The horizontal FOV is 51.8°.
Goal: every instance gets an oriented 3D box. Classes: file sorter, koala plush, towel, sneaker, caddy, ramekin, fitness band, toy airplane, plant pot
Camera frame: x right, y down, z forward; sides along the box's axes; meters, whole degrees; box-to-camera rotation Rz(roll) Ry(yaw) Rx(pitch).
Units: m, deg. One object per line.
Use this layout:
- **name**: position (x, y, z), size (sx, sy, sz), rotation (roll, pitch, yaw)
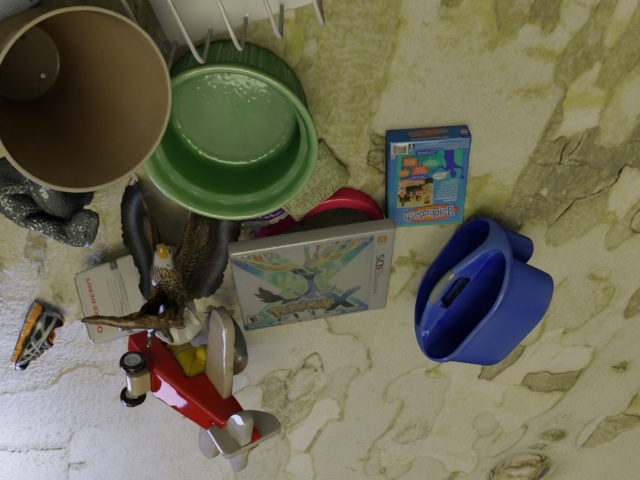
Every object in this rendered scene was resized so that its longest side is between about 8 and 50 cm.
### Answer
- **file sorter**: position (-0.148, -0.389, 0.992), size (0.278, 0.173, 0.193), rotation (-15, 129, 10)
- **koala plush**: position (-0.460, -0.139, 1.164), size (0.203, 0.196, 0.221), rotation (21, 117, -34)
- **towel**: position (-0.025, -0.117, 1.293), size (0.148, 0.027, 0.110), rotation (-39, 112, 6)
- **sneaker**: position (-0.670, 0.239, 1.553), size (0.083, 0.084, 0.215), rotation (20, 126, -24)
- **sneaker**: position (-0.134, -0.066, 1.336), size (0.170, 0.068, 0.071), rotation (-13, 118, 4)
- **caddy**: position (0.320, 0.112, 1.396), size (0.179, 0.241, 0.341), rotation (14, 128, -22)
- **ramekin**: position (-0.157, -0.199, 1.165), size (0.303, 0.148, 0.303), rotation (-2, 130, -2)
- **fitness band**: position (0.000, 0.000, 1.408), size (0.291, 0.054, 0.209), rotation (-27, 123, 18)
- **toy airplane**: position (-0.245, 0.336, 1.532), size (0.386, 0.272, 0.384), rotation (-20, 104, 41)
- **plant pot**: position (-0.403, -0.239, 0.990), size (0.256, 0.274, 0.256), rotation (-23, 128, -33)

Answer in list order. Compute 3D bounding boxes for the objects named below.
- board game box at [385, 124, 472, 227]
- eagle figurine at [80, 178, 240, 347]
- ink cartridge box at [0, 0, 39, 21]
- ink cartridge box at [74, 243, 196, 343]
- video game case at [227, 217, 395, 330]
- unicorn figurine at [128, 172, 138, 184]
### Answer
- **board game box**: position (0.210, -0.123, 1.314), size (0.160, 0.047, 0.210), rotation (-4, 130, 0)
- **eagle figurine**: position (-0.292, 0.040, 1.272), size (0.226, 0.298, 0.225), rotation (27, 140, -30)
- **ink cartridge box**: position (-0.530, -0.425, 1.016), size (0.311, 0.065, 0.186), rotation (-27, 126, 21)
- **ink cartridge box**: position (-0.394, 0.114, 1.405), size (0.218, 0.158, 0.092), rotation (-18, 173, 11)
- **video game case**: position (-0.014, 0.080, 1.385), size (0.329, 0.036, 0.300), rotation (-9, 143, -5)
- **unicorn figurine**: position (-0.341, -0.157, 1.222), size (0.060, 0.162, 0.111), rotation (32, 135, 22)
